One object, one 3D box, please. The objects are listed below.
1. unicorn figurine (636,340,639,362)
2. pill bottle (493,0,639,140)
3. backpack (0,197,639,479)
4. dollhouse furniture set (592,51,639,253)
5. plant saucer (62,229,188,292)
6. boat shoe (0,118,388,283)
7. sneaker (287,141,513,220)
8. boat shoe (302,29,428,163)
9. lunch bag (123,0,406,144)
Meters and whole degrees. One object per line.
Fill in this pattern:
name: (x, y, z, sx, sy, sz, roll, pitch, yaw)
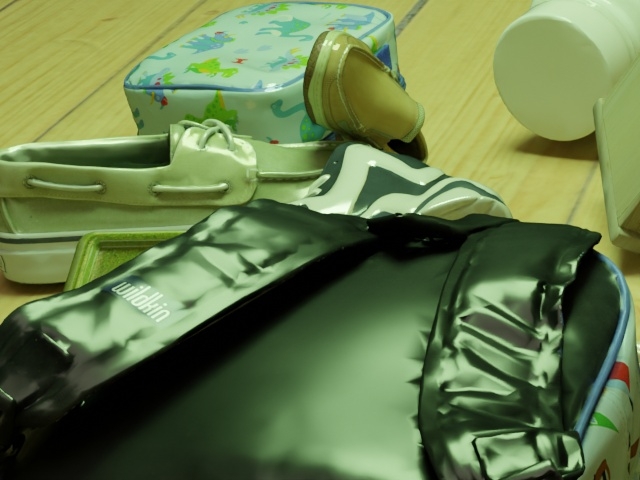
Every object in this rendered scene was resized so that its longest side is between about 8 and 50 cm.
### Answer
unicorn figurine: (0.150, 0.100, 0.900, 0.162, 0.060, 0.111, 15, 32, 43)
pill bottle: (0.237, -0.167, 1.387, 0.131, 0.131, 0.229, 9, 30, 36)
backpack: (0.025, 0.100, 0.766, 0.277, 0.213, 0.263, 10, 37, 23)
dollhouse furniture set: (0.364, -0.030, 1.121, 0.303, 0.198, 0.286, 18, 43, -15)
plant saucer: (-0.079, 0.060, 0.989, 0.188, 0.045, 0.188, -1, 52, 17)
boat shoe: (-0.089, -0.037, 1.251, 0.302, 0.094, 0.109, -9, 24, -4)
sneaker: (0.000, 0.000, 1.150, 0.235, 0.094, 0.153, -17, 17, -3)
boat shoe: (0.043, -0.098, 1.283, 0.072, 0.068, 0.190, 20, -7, 19)
lunch bag: (-0.041, -0.127, 1.446, 0.176, 0.090, 0.219, 5, 27, 31)
